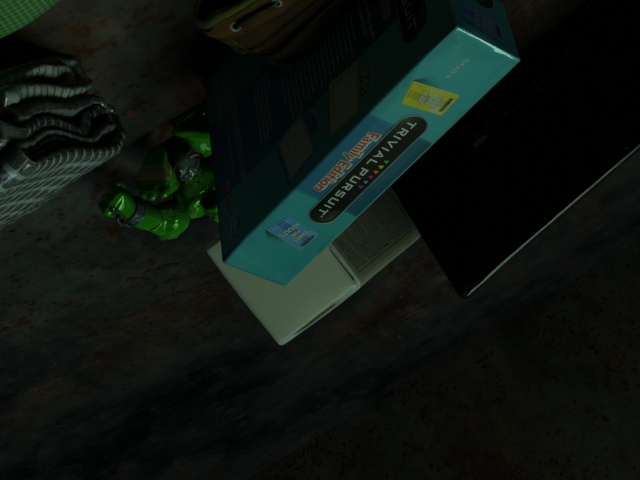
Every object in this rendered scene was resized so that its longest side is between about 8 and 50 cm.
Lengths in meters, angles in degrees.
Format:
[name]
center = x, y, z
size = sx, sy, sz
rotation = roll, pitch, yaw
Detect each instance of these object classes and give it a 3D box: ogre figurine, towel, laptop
[ogre figurine]
center = -0.136, -0.073, 1.671
size = 0.197, 0.097, 0.118
rotation = -58, 152, -17
[towel]
center = -0.309, -0.046, 1.336
size = 0.235, 0.121, 0.283
rotation = -34, -176, 15
[laptop]
center = 0.311, -0.106, 1.942
size = 0.382, 0.408, 0.236
rotation = -42, 125, 11

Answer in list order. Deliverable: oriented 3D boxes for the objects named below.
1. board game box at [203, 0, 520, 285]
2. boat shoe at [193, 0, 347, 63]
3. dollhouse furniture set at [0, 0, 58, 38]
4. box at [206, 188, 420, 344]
[board game box]
center = 0.024, -0.157, 1.443
size = 0.079, 0.253, 0.336
rotation = 23, 130, -32
[boat shoe]
center = 0.003, -0.274, 1.354
size = 0.104, 0.110, 0.307
rotation = 11, 131, -39
[dollhouse furniture set]
center = -0.192, -0.206, 1.191
size = 0.302, 0.151, 0.197
rotation = -29, 160, -1
[box]
center = 0.000, 0.000, 1.807
size = 0.121, 0.148, 0.311
rotation = -38, 177, 19
